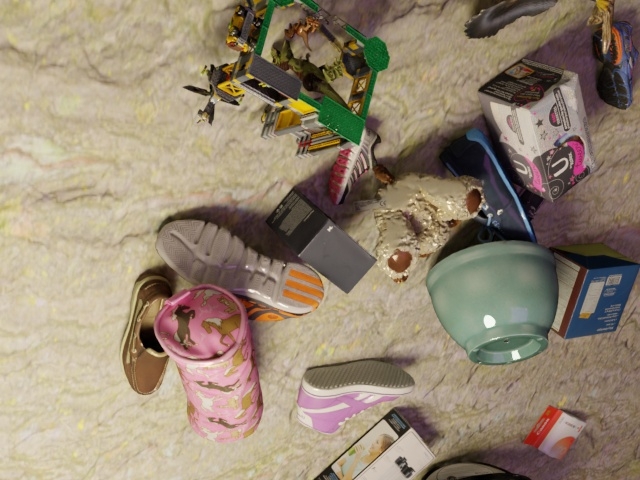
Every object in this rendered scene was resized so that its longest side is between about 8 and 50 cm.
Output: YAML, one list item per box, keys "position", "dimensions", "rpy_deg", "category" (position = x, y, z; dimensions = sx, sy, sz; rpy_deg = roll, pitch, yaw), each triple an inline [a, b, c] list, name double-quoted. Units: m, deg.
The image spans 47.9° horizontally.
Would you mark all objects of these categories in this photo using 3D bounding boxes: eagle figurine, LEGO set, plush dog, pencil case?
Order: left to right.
- position: [-0.194, 0.234, 1.320]
  dimensions: [0.167, 0.160, 0.386]
  rpy_deg: [7, 146, 4]
  category: "pencil case"
- position: [-0.060, -0.283, 1.224]
  dimensions: [0.331, 0.192, 0.254]
  rpy_deg: [15, 78, -38]
  category: "LEGO set"
- position: [0.195, -0.038, 1.490]
  dimensions: [0.262, 0.210, 0.225]
  rpy_deg: [-41, 148, -6]
  category: "plush dog"
- position: [0.427, -0.503, 1.374]
  dimensions: [0.299, 0.225, 0.226]
  rpy_deg: [5, 71, -1]
  category: "eagle figurine"

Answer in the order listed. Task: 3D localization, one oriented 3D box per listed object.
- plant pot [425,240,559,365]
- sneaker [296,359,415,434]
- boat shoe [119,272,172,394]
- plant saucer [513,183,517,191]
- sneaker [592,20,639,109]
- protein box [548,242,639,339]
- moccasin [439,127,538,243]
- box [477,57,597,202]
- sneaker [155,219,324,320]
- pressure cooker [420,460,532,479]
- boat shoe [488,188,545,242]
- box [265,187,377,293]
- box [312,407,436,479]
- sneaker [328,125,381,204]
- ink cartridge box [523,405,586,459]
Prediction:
- position: [0.394, 0.156, 1.591]
  dimensions: [0.293, 0.196, 0.293]
  rpy_deg: [-5, 149, -3]
  category: "plant pot"
- position: [0.076, 0.371, 1.680]
  dimensions: [0.282, 0.102, 0.161]
  rpy_deg: [2, 118, -19]
  category: "sneaker"
- position: [-0.320, 0.193, 1.345]
  dimensions: [0.095, 0.095, 0.257]
  rpy_deg: [-7, 118, -27]
  category: "boat shoe"
- position: [0.426, -0.110, 1.666]
  dimensions: [0.084, 0.015, 0.083]
  rpy_deg: [-14, 121, -24]
  category: "plant saucer"
- position: [0.679, -0.392, 1.621]
  dimensions: [0.087, 0.083, 0.221]
  rpy_deg: [-35, 130, -16]
  category: "sneaker"
- position: [0.682, 0.128, 1.867]
  dimensions: [0.200, 0.136, 0.201]
  rpy_deg: [-3, 117, -29]
  category: "protein box"
- position: [0.373, -0.090, 1.588]
  dimensions: [0.117, 0.137, 0.342]
  rpy_deg: [-27, 111, 18]
  category: "moccasin"
- position: [0.461, -0.231, 1.525]
  dimensions: [0.142, 0.163, 0.247]
  rpy_deg: [-37, 128, -10]
  category: "box"
- position: [-0.163, 0.079, 1.356]
  dimensions: [0.321, 0.180, 0.124]
  rpy_deg: [25, 65, -6]
  category: "sneaker"
- position: [0.414, 0.797, 1.913]
  dimensions: [0.370, 0.376, 0.420]
  rpy_deg: [-29, 129, -50]
  category: "pressure cooker"
- position: [0.484, -0.055, 1.697]
  dimensions: [0.075, 0.065, 0.206]
  rpy_deg: [36, 95, -38]
  category: "boat shoe"
- position: [0.000, 0.000, 1.387]
  dimensions: [0.093, 0.158, 0.156]
  rpy_deg: [-49, 128, 2]
  category: "box"
- position: [0.136, 0.583, 1.829]
  dimensions: [0.290, 0.087, 0.169]
  rpy_deg: [-41, 128, -4]
  category: "box"
- position: [0.071, -0.145, 1.409]
  dimensions: [0.075, 0.063, 0.170]
  rpy_deg: [12, 104, -28]
  category: "sneaker"
- position: [0.717, 0.588, 2.199]
  dimensions: [0.179, 0.045, 0.145]
  rpy_deg: [24, 101, -40]
  category: "ink cartridge box"
